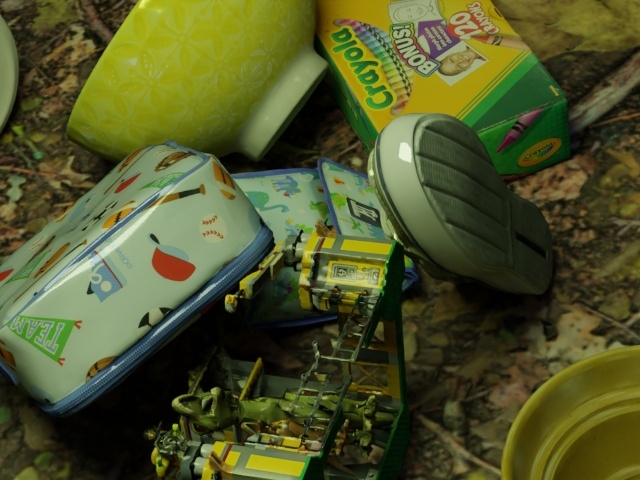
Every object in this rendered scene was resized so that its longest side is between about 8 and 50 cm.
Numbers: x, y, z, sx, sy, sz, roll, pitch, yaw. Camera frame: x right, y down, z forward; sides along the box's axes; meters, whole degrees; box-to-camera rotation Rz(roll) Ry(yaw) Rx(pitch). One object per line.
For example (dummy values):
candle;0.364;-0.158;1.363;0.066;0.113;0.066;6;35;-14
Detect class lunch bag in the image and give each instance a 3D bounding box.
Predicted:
lunch bag;0.000;0.000;1.344;0.151;0.096;0.129;-5;43;-9
lunch bag;-0.175;0.033;1.250;0.243;0.115;0.303;-42;13;-12

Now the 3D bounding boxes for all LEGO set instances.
LEGO set;-0.061;0.143;1.118;0.192;0.255;0.331;6;48;16

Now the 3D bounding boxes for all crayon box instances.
crayon box;0.100;-0.158;1.464;0.165;0.081;0.278;-22;47;-7

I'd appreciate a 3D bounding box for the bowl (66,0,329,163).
bowl;-0.086;-0.164;1.431;0.156;0.289;0.289;36;59;0

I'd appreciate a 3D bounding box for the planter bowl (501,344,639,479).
planter bowl;0.242;0.186;1.108;0.217;0.090;0.217;-8;47;8

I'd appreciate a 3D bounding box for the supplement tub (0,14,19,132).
supplement tub;-0.457;-0.187;1.556;0.272;0.191;0.191;23;58;30

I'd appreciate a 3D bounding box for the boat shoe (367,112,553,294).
boat shoe;0.097;-0.012;1.209;0.094;0.302;0.109;-7;69;24
